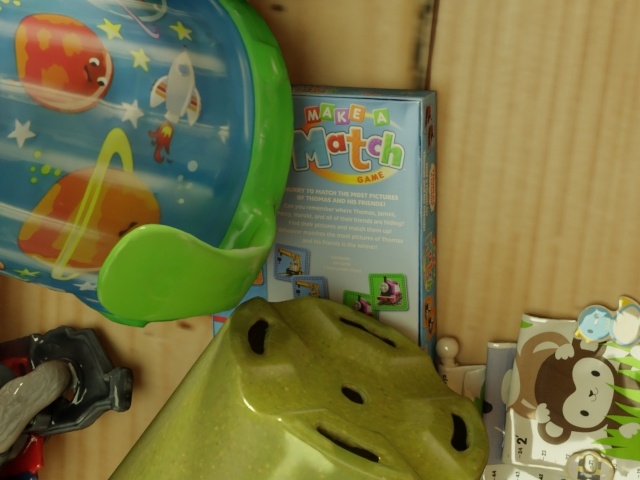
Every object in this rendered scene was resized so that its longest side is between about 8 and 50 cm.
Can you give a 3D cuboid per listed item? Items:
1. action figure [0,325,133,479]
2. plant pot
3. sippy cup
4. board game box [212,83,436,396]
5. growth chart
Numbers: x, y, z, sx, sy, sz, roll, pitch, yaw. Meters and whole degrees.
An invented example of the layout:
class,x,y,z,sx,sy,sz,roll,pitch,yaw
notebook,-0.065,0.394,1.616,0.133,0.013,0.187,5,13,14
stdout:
class,x,y,z,sx,sy,sz,roll,pitch,yaw
action figure,-0.336,0.096,1.046,0.341,0.178,0.330,-23,85,25
plant pot,-0.029,0.184,0.875,0.276,0.276,0.254,35,115,11
sippy cup,-0.174,-0.073,0.852,0.305,0.224,0.240,-1,82,43
board game box,0.000,0.000,0.945,0.160,0.039,0.212,6,108,22
growth chart,0.184,0.122,0.911,0.237,0.021,0.172,-3,102,23
